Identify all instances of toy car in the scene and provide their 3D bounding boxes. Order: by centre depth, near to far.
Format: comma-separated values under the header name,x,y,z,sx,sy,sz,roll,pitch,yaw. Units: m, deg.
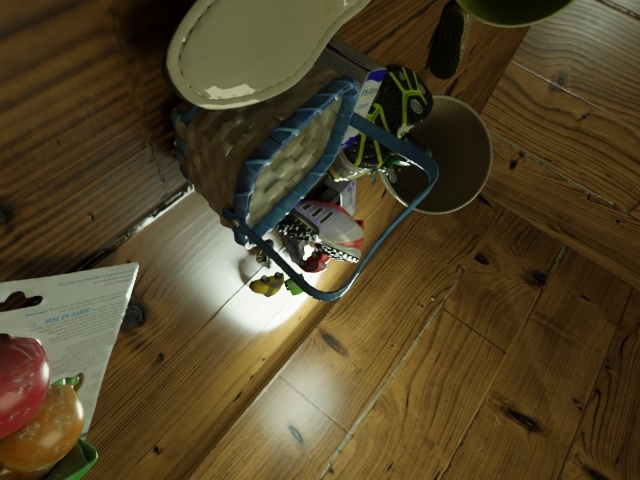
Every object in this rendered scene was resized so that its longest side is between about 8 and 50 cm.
name,x,y,z,sx,sy,sz,roll,pitch,yaw
toy car,-0.069,0.114,1.223,0.239,0.053,0.225,-25,162,-7

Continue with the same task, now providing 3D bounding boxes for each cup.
name,x,y,z,sx,sy,sz,roll,pitch,yaw
cup,0.308,-0.249,1.336,0.331,0.331,0.237,-54,-169,-1

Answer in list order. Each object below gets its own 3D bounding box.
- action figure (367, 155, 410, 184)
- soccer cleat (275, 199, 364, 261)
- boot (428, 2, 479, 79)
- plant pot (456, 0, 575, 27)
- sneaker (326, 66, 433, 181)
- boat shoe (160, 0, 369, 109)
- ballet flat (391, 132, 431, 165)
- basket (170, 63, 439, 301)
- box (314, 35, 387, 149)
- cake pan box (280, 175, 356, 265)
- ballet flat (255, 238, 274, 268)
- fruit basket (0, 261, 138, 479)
name,x,y,z,sx,sy,sz,roll,pitch,yaw
action figure,0.133,-0.199,1.131,0.232,0.137,0.063,-105,-169,-66
soccer cleat,-0.002,-0.046,1.017,0.318,0.109,0.116,29,72,-46
boot,0.418,-0.606,1.205,0.269,0.089,0.236,-50,166,-20
plant pot,0.405,-0.618,0.844,0.274,0.275,0.293,103,11,-58
sneaker,0.132,-0.279,1.029,0.384,0.145,0.147,-45,-169,-34
boat shoe,-0.050,-0.249,0.477,0.324,0.097,0.116,-51,130,-23
ballet flat,0.200,-0.239,1.099,0.074,0.074,0.203,-58,-150,16
basket,-0.020,-0.096,0.566,0.255,0.289,0.201,-45,164,-27
box,0.015,-0.234,0.691,0.072,0.126,0.137,-35,157,-50
cake pan box,0.002,-0.056,1.208,0.245,0.070,0.267,-52,166,-15
ballet flat,-0.136,0.035,1.049,0.041,0.041,0.114,-45,163,-32
fruit basket,-0.374,0.193,0.481,0.327,0.166,0.353,-13,122,-70
